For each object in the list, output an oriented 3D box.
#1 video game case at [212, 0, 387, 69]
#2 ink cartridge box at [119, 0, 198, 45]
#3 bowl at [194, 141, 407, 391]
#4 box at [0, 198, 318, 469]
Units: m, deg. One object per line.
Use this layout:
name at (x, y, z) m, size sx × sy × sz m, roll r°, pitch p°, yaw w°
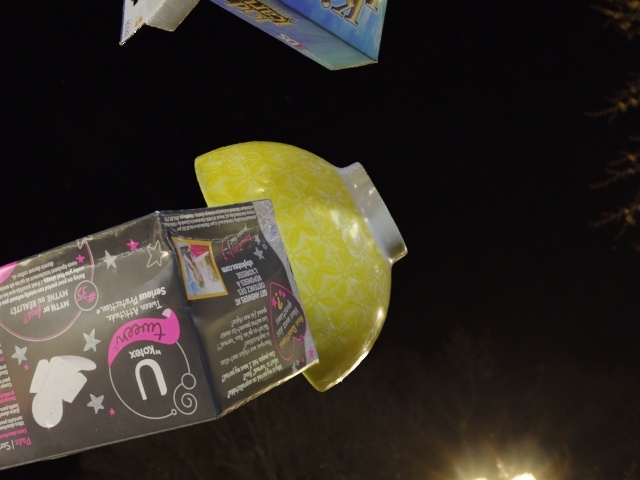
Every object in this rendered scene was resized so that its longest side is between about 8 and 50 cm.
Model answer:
video game case at (-0.035, -0.302, 0.695) m, size 0.269 × 0.061 × 0.245 m, roll 19°, pitch -102°, yaw -45°
ink cartridge box at (-0.197, -0.394, 1.226) m, size 0.045 × 0.223 × 0.224 m, roll 33°, pitch -59°, yaw -33°
bowl at (0.000, 0.000, 0.942) m, size 0.156 × 0.289 × 0.289 m, roll -29°, pitch -40°, yaw 2°
box at (-0.153, 0.073, 0.654) m, size 0.247 × 0.142 × 0.163 m, roll -17°, pitch -2°, yaw 25°
